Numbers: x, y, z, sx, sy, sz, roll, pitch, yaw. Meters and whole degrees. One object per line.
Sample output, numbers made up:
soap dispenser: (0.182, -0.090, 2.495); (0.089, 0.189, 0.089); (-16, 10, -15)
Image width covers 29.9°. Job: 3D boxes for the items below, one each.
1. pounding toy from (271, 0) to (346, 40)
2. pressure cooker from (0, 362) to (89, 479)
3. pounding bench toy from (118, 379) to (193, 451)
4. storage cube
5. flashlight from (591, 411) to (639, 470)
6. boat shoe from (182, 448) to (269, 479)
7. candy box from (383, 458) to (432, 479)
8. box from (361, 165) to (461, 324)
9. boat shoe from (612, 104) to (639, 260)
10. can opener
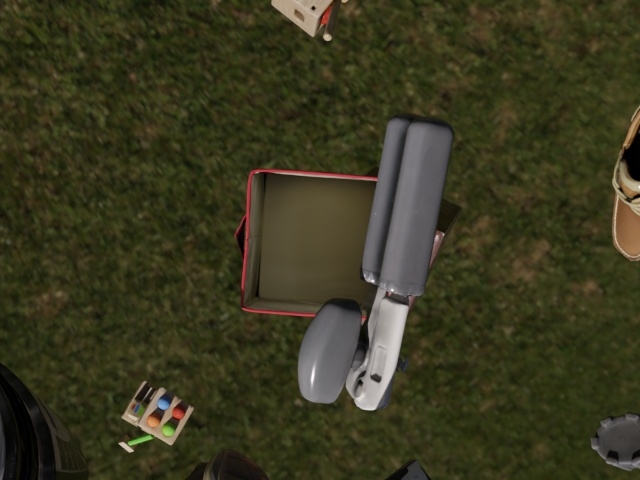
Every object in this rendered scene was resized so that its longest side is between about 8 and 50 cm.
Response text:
pounding toy: (0.005, -0.318, 1.515); (0.100, 0.141, 0.130); (37, 86, -1)
pressure cooker: (-0.497, 0.322, 1.464); (0.369, 0.376, 0.420); (4, 153, 8)
pounding bench toy: (-0.200, 0.218, 1.426); (0.052, 0.065, 0.083); (36, 76, -26)
storage cube: (0.000, 0.000, 1.602); (0.214, 0.193, 0.184); (4, 93, 3)
flashlight: (0.484, 0.307, 1.769); (0.304, 0.103, 0.103); (22, 103, -54)
boat shoe: (-0.141, 0.417, 1.405); (0.130, 0.355, 0.132); (-27, 123, 30)
candy box: (0.101, 0.312, 0.977); (0.071, 0.233, 0.159); (-31, 163, -28)
box: (0.102, 0.016, 1.938); (0.203, 0.168, 0.167); (-66, 173, 21)
boat shoe: (0.469, -0.101, 1.718); (0.120, 0.122, 0.324); (-25, 140, -30)
can opener: (0.055, 0.022, 1.090); (0.093, 0.074, 0.280); (12, 96, -31)
